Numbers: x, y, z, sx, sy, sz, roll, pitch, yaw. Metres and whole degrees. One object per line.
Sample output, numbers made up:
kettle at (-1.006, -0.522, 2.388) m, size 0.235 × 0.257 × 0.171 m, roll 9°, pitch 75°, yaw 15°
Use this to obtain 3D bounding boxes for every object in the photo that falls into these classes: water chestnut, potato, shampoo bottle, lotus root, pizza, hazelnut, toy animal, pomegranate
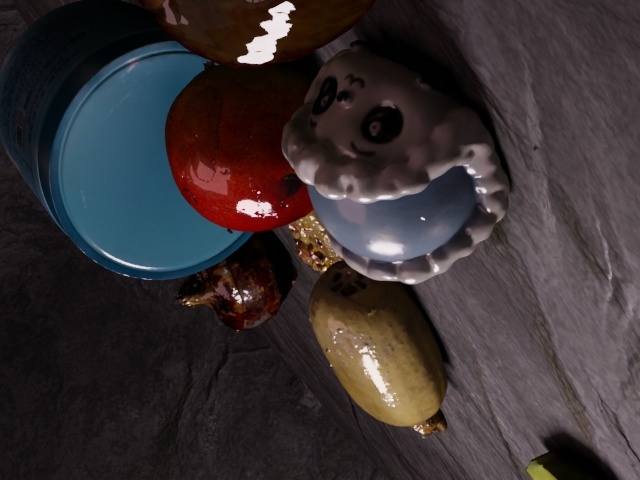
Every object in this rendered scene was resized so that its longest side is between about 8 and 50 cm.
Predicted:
water chestnut at (-0.172, 0.072, 2.245) m, size 0.223 × 0.238 × 0.223 m, roll 58°, pitch 167°, yaw 22°
potato at (0.325, 0.316, 1.477) m, size 0.119 × 0.054 × 0.198 m, roll 52°, pitch 173°, yaw -3°
shampoo bottle at (-0.269, -0.157, 1.637) m, size 0.343 × 0.331 × 0.331 m, roll 36°, pitch 161°, yaw 55°
lotus root at (0.093, 0.173, 1.685) m, size 0.169 × 0.151 × 0.342 m, roll 36°, pitch 158°, yaw 55°
pizza at (-0.003, 0.001, 1.769) m, size 0.127 × 0.058 × 0.246 m, roll 48°, pitch 166°, yaw 22°
hazelnut at (-0.037, -0.247, 0.857) m, size 0.218 × 0.218 × 0.234 m, roll 46°, pitch 149°, yaw 25°
toy animal at (0.056, -0.070, 1.080) m, size 0.208 × 0.156 × 0.204 m, roll 36°, pitch 165°, yaw 42°
pomegranate at (-0.078, -0.125, 1.349) m, size 0.210 × 0.210 × 0.235 m, roll 170°, pitch 102°, yaw -77°
